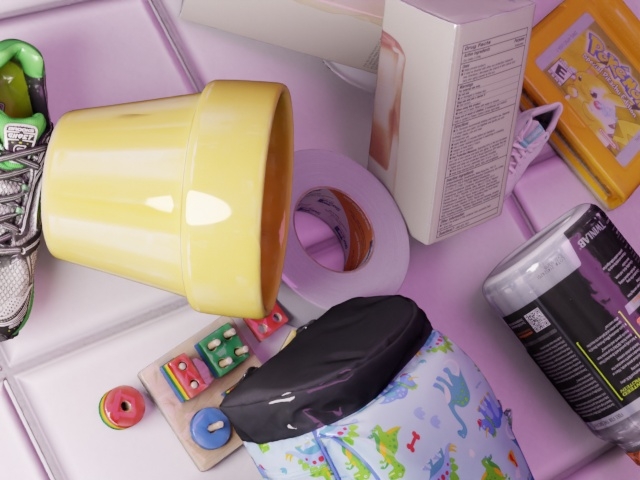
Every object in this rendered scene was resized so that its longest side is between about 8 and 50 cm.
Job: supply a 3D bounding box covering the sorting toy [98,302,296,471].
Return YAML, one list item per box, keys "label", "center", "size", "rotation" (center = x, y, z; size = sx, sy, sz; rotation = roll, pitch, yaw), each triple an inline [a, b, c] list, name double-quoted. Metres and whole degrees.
- label: "sorting toy"
  center: [-0.105, 0.161, 1.479]
  size: [0.274, 0.046, 0.132]
  rotation: [-33, 91, -33]

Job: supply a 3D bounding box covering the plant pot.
- label: "plant pot"
  center: [-0.161, -0.051, 1.425]
  size: [0.238, 0.254, 0.254]
  rotation: [5, 59, 6]

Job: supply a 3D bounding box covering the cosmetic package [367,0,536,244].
- label: "cosmetic package"
  center: [0.157, -0.165, 1.660]
  size: [0.153, 0.296, 0.129]
  rotation: [-19, 38, -38]

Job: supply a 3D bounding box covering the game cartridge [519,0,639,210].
- label: "game cartridge"
  center: [0.438, -0.238, 2.039]
  size: [0.285, 0.052, 0.323]
  rotation: [49, 52, -2]

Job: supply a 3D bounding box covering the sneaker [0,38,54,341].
- label: "sneaker"
  center: [-0.350, -0.059, 1.385]
  size: [0.134, 0.146, 0.344]
  rotation: [8, 64, -29]

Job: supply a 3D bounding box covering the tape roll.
- label: "tape roll"
  center: [0.000, 0.000, 1.626]
  size: [0.219, 0.072, 0.219]
  rotation: [14, 61, -27]

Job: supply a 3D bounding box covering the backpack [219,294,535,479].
- label: "backpack"
  center: [0.092, 0.266, 1.444]
  size: [0.290, 0.273, 0.356]
  rotation: [-32, 113, -49]

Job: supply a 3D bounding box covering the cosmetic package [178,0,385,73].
- label: "cosmetic package"
  center: [-0.016, -0.337, 1.724]
  size: [0.309, 0.113, 0.160]
  rotation: [13, 58, -15]

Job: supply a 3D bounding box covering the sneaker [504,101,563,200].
- label: "sneaker"
  center: [0.273, -0.129, 1.851]
  size: [0.080, 0.094, 0.212]
  rotation: [44, 52, -8]

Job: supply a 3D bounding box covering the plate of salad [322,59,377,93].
- label: "plate of salad"
  center: [0.072, -0.277, 1.821]
  size: [0.199, 0.048, 0.200]
  rotation: [10, 59, -17]

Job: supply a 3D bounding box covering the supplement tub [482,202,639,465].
- label: "supplement tub"
  center: [0.375, 0.125, 1.724]
  size: [0.193, 0.193, 0.316]
  rotation: [-38, 90, -39]
